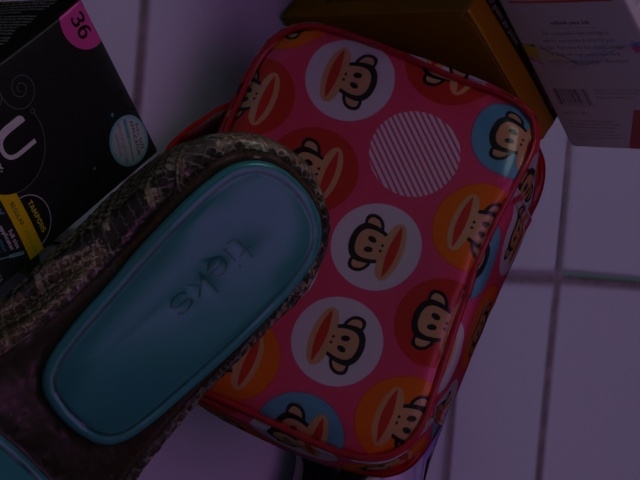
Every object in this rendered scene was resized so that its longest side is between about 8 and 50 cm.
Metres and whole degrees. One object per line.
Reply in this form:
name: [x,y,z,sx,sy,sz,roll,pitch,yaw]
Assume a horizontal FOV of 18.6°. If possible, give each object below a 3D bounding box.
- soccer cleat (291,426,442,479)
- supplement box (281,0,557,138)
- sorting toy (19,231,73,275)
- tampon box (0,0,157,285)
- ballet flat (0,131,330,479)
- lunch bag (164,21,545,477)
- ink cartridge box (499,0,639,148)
soccer cleat: [0.028,0.208,1.530,0.318,0.109,0.116,-67,154,-21]
supplement box: [0.116,-0.191,1.503,0.194,0.191,0.129,-55,128,-28]
sorting toy: [-0.180,0.024,1.355,0.062,0.012,0.083,-56,131,-20]
tampon box: [-0.210,-0.063,1.255,0.161,0.101,0.120,-45,123,-33]
ballet flat: [-0.190,0.117,1.222,0.483,0.182,0.164,-47,112,-17]
lunch bag: [0.000,0.000,1.387,0.120,0.258,0.293,59,55,-75]
ink cartridge box: [0.197,-0.159,1.368,0.067,0.115,0.198,-50,125,-28]
